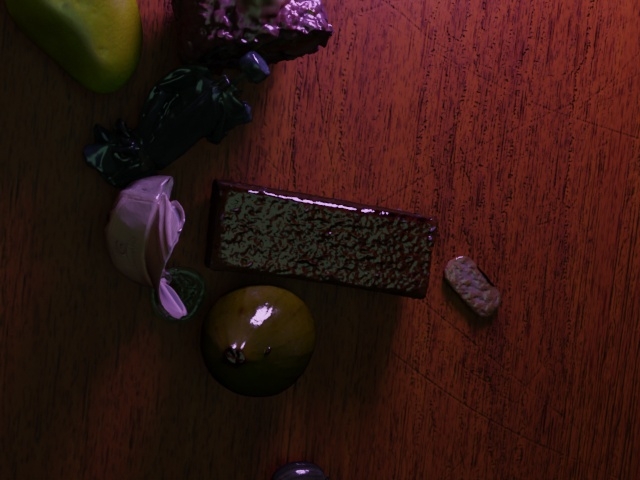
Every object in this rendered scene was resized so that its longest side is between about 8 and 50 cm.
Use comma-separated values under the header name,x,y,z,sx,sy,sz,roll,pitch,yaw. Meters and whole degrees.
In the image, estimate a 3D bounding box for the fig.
name,x,y,z,sx,sy,sz,roll,pitch,yaw
fig,-0.110,0.180,1.595,0.203,0.225,0.202,1,98,7

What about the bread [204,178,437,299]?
name,x,y,z,sx,sy,sz,roll,pitch,yaw
bread,0.000,0.000,1.668,0.417,0.113,0.165,10,91,-16

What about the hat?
name,x,y,z,sx,sy,sz,roll,pitch,yaw
hat,-0.291,0.024,1.496,0.164,0.226,0.219,4,120,0

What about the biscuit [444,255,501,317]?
name,x,y,z,sx,sy,sz,roll,pitch,yaw
biscuit,0.301,0.091,1.817,0.071,0.018,0.147,-45,107,-6

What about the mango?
name,x,y,z,sx,sy,sz,roll,pitch,yaw
mango,-0.391,-0.379,1.495,0.273,0.149,0.185,46,74,-21

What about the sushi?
name,x,y,z,sx,sy,sz,roll,pitch,yaw
sushi,-0.116,-0.386,1.539,0.270,0.236,0.170,-8,89,-13

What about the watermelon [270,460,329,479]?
name,x,y,z,sx,sy,sz,roll,pitch,yaw
watermelon,-0.039,0.450,1.714,0.111,0.078,0.078,-1,95,-19

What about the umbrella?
name,x,y,z,sx,sy,sz,roll,pitch,yaw
umbrella,-0.230,-0.201,1.524,0.349,0.094,0.143,-34,133,19

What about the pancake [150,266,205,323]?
name,x,y,z,sx,sy,sz,roll,pitch,yaw
pancake,-0.254,0.098,1.647,0.108,0.017,0.108,-1,93,-14
